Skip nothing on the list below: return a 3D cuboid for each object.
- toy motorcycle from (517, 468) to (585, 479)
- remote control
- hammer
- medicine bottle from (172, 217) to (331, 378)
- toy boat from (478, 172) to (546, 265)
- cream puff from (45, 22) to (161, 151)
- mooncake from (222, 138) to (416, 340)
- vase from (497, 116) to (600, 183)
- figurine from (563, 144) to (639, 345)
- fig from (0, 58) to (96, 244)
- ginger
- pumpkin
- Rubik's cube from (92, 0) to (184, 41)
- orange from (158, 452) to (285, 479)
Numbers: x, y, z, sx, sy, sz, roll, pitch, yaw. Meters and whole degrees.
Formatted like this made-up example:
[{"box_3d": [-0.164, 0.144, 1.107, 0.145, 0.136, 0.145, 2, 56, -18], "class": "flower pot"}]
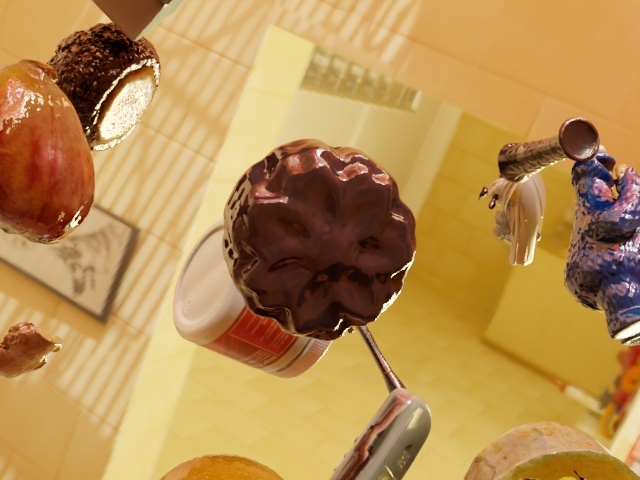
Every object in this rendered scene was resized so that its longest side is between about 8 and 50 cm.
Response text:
[{"box_3d": [0.299, 0.394, 1.228, 0.142, 0.206, 0.342, -35, -11, -11], "class": "toy motorcycle"}, {"box_3d": [0.042, 0.320, 1.208, 0.296, 0.056, 0.140, -53, -27, -17], "class": "remote control"}, {"box_3d": [0.119, 0.243, 1.970, 0.037, 0.290, 0.137, -26, -17, -10], "class": "hammer"}, {"box_3d": [-0.119, 0.108, 1.821, 0.241, 0.252, 0.252, 28, -89, -29], "class": "medicine bottle"}, {"box_3d": [0.419, -0.069, 2.069, 0.141, 0.141, 0.269, -52, -40, -22], "class": "toy boat"}, {"box_3d": [-0.399, -0.283, 1.727, 0.239, 0.165, 0.239, -52, -9, -12], "class": "cream puff"}, {"box_3d": [0.000, 0.000, 1.369, 0.283, 0.283, 0.141, -66, 18, 11], "class": "mooncake"}, {"box_3d": [0.293, -0.115, 1.250, 0.059, 0.059, 0.167, -56, 11, -15], "class": "vase"}, {"box_3d": [0.353, 0.005, 1.188, 0.164, 0.121, 0.262, 59, -158, -51], "class": "figurine"}, {"box_3d": [-0.436, -0.119, 1.387, 0.224, 0.224, 0.263, -34, -66, -50], "class": "fig"}, {"box_3d": [-0.689, 0.261, 2.175, 0.213, 0.074, 0.137, -31, -52, 12], "class": "ginger"}, {"box_3d": [0.375, 0.469, 1.632, 0.332, 0.332, 0.199, -64, 15, 7], "class": "pumpkin"}, {"box_3d": [-0.257, -0.602, 1.561, 0.347, 0.344, 0.346, -33, 16, 41], "class": "Rubik's cube"}, {"box_3d": [-0.139, 0.435, 1.334, 0.274, 0.274, 0.274, -47, -26, -32], "class": "orange"}]
